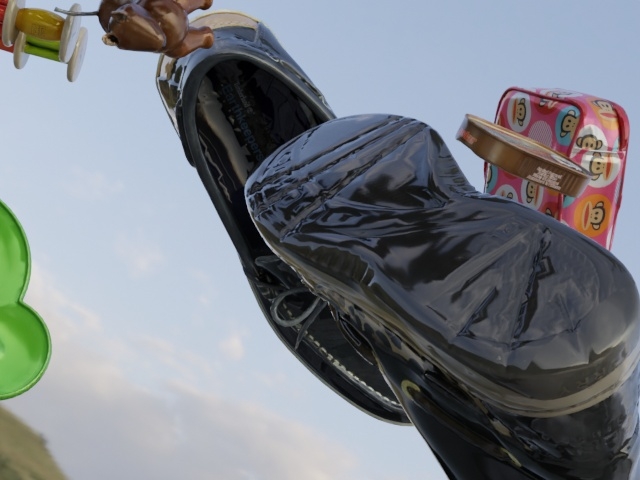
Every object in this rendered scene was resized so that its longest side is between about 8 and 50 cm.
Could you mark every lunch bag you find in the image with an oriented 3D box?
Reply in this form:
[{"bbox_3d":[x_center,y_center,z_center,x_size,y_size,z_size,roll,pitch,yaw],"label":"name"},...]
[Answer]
[{"bbox_3d":[0.326,-0.081,1.681,0.120,0.293,0.258,0,15,-26],"label":"lunch bag"}]

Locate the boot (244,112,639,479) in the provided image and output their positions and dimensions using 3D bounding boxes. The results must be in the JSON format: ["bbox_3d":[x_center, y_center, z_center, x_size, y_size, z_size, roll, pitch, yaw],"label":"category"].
[{"bbox_3d":[0.095,0.084,0.754,0.377,0.138,0.284,35,-25,55],"label":"boot"}]

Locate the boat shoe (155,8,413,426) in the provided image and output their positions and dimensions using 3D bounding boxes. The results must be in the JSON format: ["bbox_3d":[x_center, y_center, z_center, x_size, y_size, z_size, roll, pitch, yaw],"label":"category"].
[{"bbox_3d":[0.000,0.000,1.141,0.500,0.187,0.156,59,0,-18],"label":"boat shoe"}]

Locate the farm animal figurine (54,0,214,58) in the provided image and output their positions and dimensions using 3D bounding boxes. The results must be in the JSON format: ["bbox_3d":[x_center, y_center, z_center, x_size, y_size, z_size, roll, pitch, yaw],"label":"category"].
[{"bbox_3d":[-0.160,-0.300,0.825,0.326,0.172,0.330,49,-47,25],"label":"farm animal figurine"}]

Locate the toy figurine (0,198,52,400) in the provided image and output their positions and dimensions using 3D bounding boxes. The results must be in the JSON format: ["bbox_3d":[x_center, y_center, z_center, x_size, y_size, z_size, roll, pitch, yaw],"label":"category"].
[{"bbox_3d":[-0.262,0.062,0.797,0.173,0.130,0.159,48,-30,9],"label":"toy figurine"}]

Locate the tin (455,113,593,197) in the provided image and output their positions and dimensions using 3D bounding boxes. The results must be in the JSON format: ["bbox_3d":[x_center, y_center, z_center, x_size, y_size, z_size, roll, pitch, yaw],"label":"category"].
[{"bbox_3d":[0.240,-0.099,1.338,0.190,0.040,0.106,17,22,-34],"label":"tin"}]

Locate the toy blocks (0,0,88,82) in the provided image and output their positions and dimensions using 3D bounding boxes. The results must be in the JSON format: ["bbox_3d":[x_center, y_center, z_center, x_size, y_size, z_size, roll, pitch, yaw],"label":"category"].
[{"bbox_3d":[-0.287,-0.193,1.002,0.148,0.054,0.123,15,-9,-6],"label":"toy blocks"}]
